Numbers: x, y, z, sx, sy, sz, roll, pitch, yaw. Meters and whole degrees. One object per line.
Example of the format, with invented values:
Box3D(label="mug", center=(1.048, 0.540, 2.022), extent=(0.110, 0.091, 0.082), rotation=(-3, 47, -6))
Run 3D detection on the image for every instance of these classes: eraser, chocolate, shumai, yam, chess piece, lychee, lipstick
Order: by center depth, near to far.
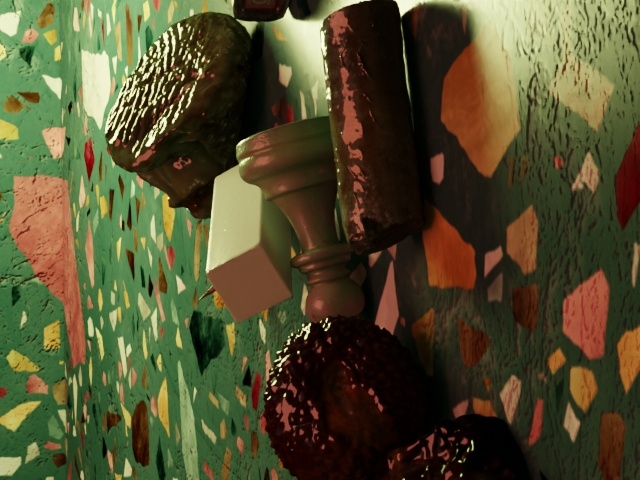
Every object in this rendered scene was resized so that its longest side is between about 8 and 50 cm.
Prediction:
Box3D(label="chocolate", center=(0.086, 0.271, 1.533), extent=(0.224, 0.177, 0.206), rotation=(-179, 87, -70))
Box3D(label="lychee", center=(0.030, 0.182, 1.706), extent=(0.188, 0.188, 0.188), rotation=(178, 90, -71))
Box3D(label="yam", center=(0.055, -0.118, 1.708), extent=(0.093, 0.093, 0.259), rotation=(144, 121, -68))
Box3D(label="chess piece", center=(0.000, 0.000, 1.869), extent=(0.139, 0.139, 0.271), rotation=(156, 99, -70))
Box3D(label="eraser", center=(-0.085, -0.008, 1.983), extent=(0.078, 0.076, 0.298), rotation=(60, -169, -21))
Box3D(label="lipstick", center=(-0.106, -0.395, 2.164), extent=(0.253, 0.077, 0.079), rotation=(-110, 25, -44))
Box3D(label="shumai", center=(-0.161, -0.178, 2.315), extent=(0.272, 0.204, 0.222), rotation=(-45, 41, 17))

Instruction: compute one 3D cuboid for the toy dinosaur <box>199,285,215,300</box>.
Box3D(label="toy dinosaur", center=(-0.117, 0.061, 2.264), extent=(0.113, 0.041, 0.026), rotation=(-34, 30, 22))
